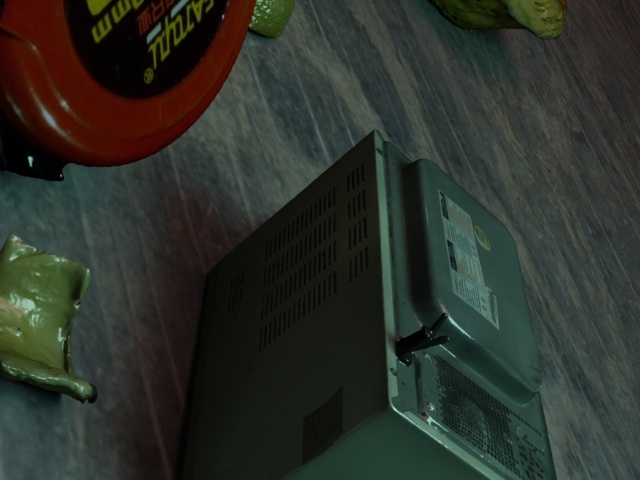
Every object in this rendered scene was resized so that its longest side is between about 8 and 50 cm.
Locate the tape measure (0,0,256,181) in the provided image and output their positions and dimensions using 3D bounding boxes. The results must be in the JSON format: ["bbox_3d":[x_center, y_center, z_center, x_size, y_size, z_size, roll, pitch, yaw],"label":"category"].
[{"bbox_3d":[-0.140,-0.161,0.647,0.253,0.114,0.260,-53,147,-31],"label":"tape measure"}]

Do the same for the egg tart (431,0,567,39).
[{"bbox_3d":[0.192,-0.385,1.534,0.341,0.132,0.341,40,30,-28],"label":"egg tart"}]

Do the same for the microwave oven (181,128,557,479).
[{"bbox_3d":[0.032,0.080,0.677,0.145,0.194,0.240,41,27,-26],"label":"microwave oven"}]

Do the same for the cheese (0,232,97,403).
[{"bbox_3d":[-0.145,0.042,0.602,0.060,0.041,0.084,20,52,-37],"label":"cheese"}]

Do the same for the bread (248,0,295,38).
[{"bbox_3d":[-0.071,-0.239,1.028,0.149,0.065,0.187,48,25,-22],"label":"bread"}]
